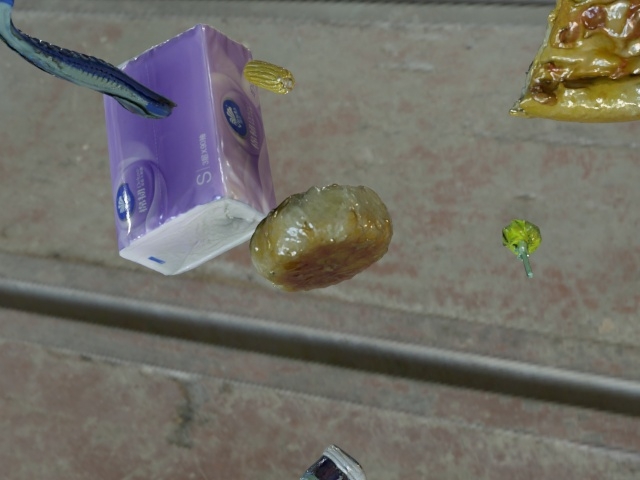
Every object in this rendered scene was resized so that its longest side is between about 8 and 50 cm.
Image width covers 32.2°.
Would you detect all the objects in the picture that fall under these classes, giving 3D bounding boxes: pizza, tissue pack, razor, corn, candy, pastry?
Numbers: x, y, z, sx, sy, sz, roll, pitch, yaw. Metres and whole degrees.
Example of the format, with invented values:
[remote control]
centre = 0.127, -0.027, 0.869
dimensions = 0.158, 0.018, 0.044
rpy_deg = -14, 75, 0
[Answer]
[pizza]
centre = 0.251, -0.156, 0.754
dimensions = 0.271, 0.134, 0.056
rpy_deg = -14, 29, 15
[tissue pack]
centre = -0.216, -0.148, 1.763
dimensions = 0.242, 0.160, 0.338
rpy_deg = -26, 60, 27
[razor]
centre = -0.195, -0.147, 0.863
dimensions = 0.093, 0.324, 0.056
rpy_deg = 20, 81, 21
[corn]
centre = -0.071, -0.223, 1.501
dimensions = 0.037, 0.037, 0.092
rpy_deg = -41, 38, -19
[candy]
centre = 0.308, 0.017, 1.677
dimensions = 0.062, 0.058, 0.194
rpy_deg = -8, 18, 9
[pastry]
centre = 0.000, 0.000, 1.485
dimensions = 0.192, 0.182, 0.093
rpy_deg = -35, 61, 39

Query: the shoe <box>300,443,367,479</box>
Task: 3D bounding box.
[shoe]
centre = 0.019, 0.401, 1.647
dimensions = 0.106, 0.207, 0.091
rpy_deg = -33, 39, -25
